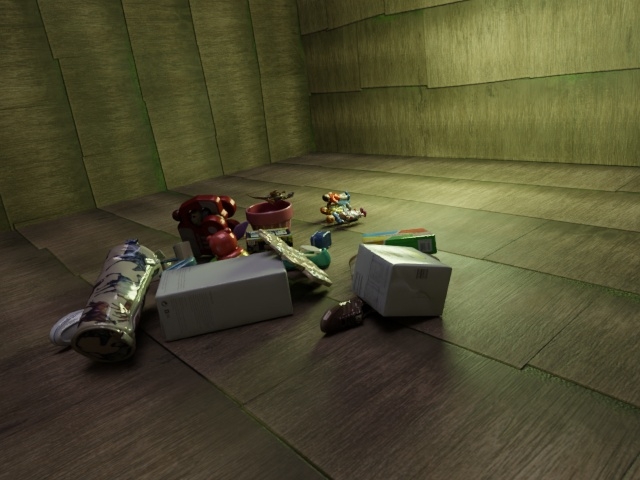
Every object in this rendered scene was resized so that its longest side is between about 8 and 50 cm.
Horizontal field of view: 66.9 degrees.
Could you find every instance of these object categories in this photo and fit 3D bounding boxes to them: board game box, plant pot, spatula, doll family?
[{"bbox_3d":[0.272,0.010,1.738,0.242,0.064,0.316,-6,5,5],"label":"board game box"},{"bbox_3d":[-0.205,-0.058,2.049,0.201,0.180,0.201,-7,18,2],"label":"plant pot"},{"bbox_3d":[-0.356,0.017,1.867,0.084,0.030,0.296,-34,-5,-47],"label":"spatula"},{"bbox_3d":[0.091,-0.130,2.296,0.163,0.119,0.263,-9,36,-25],"label":"doll family"},{"bbox_3d":[-0.196,-0.005,1.825,0.170,0.048,0.141,-6,14,-8],"label":"board game box"}]

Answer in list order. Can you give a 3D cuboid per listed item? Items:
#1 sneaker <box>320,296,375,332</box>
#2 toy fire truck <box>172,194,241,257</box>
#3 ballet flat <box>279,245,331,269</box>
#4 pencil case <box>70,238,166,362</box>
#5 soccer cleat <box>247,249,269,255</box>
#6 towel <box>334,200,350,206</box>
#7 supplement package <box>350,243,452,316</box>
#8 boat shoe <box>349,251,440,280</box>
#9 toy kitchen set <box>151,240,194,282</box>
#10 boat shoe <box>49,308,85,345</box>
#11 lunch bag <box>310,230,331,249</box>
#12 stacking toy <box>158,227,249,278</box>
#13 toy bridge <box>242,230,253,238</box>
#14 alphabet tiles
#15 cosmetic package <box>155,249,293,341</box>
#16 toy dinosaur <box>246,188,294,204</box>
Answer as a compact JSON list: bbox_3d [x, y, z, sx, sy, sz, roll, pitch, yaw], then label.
[{"bbox_3d":[0.080,0.206,1.350,0.071,0.066,0.188,12,27,42],"label":"sneaker"},{"bbox_3d":[-0.470,-0.051,1.978,0.253,0.302,0.169,0,41,11],"label":"toy fire truck"},{"bbox_3d":[-0.084,0.060,1.805,0.247,0.087,0.083,-4,19,10],"label":"ballet flat"},{"bbox_3d":[-0.584,0.171,1.422,0.183,0.160,0.410,-27,34,12],"label":"pencil case"},{"bbox_3d":[-0.262,0.073,1.805,0.121,0.094,0.289,12,23,2],"label":"soccer cleat"},{"bbox_3d":[0.111,-0.186,2.532,0.067,0.029,0.119,0,20,22],"label":"towel"},{"bbox_3d":[0.224,0.110,1.376,0.194,0.149,0.203,4,13,-24],"label":"supplement package"},{"bbox_3d":[0.244,0.102,1.561,0.302,0.109,0.098,1,54,-9],"label":"boat shoe"},{"bbox_3d":[-0.613,0.094,1.846,0.166,0.122,0.207,-18,-3,31],"label":"toy kitchen set"},{"bbox_3d":[-0.685,0.248,1.481,0.084,0.095,0.258,3,22,40],"label":"boat shoe"},{"bbox_3d":[0.000,0.000,1.976,0.065,0.067,0.098,2,20,25],"label":"lunch bag"},{"bbox_3d":[-0.414,0.060,1.709,0.308,0.131,0.279,-27,12,-3],"label":"stacking toy"},{"bbox_3d":[-0.377,-0.025,2.259,0.188,0.026,0.063,-13,21,-15],"label":"toy bridge"},{"bbox_3d":[-0.086,0.058,1.610,0.284,0.021,0.278,39,5,27],"label":"alphabet tiles"},{"bbox_3d":[-0.292,0.160,1.497,0.384,0.156,0.217,-9,19,-8],"label":"cosmetic package"},{"bbox_3d":[-0.215,-0.180,2.065,0.211,0.064,0.112,0,-1,-7],"label":"toy dinosaur"}]
